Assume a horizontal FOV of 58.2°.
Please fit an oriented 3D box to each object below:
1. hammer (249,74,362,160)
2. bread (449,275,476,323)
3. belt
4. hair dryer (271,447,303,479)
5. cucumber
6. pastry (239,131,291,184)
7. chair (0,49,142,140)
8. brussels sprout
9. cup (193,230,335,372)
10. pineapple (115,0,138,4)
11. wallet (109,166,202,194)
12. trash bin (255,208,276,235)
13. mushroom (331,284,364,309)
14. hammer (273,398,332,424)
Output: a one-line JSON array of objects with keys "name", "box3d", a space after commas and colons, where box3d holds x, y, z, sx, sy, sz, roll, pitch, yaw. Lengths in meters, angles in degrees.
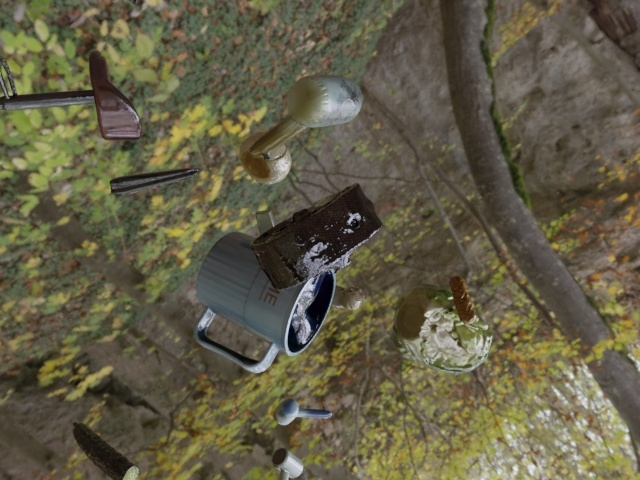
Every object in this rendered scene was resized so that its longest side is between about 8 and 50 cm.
[{"name": "hammer", "box3d": [-0.059, -0.267, 1.313, 0.305, 0.113, 0.202, -29, 174, 34]}, {"name": "bread", "box3d": [0.433, 0.181, 1.757, 0.052, 0.044, 0.157, -39, -127, 44]}, {"name": "belt", "box3d": [0.000, 0.000, 1.284, 0.289, 0.164, 0.184, -32, -170, -15]}, {"name": "hair dryer", "box3d": [-0.066, 0.454, 1.060, 0.037, 0.063, 0.124, -16, -136, 25]}, {"name": "cucumber", "box3d": [-0.601, 0.574, 1.563, 0.293, 0.068, 0.067, 19, -124, 35]}, {"name": "pastry", "box3d": [-0.158, -0.234, 1.638, 0.156, 0.156, 0.092, -23, -166, 48]}, {"name": "chair", "box3d": [-0.642, -0.331, 1.367, 0.400, 0.227, 0.226, -8, -173, -16]}, {"name": "brussels sprout", "box3d": [0.387, 0.302, 1.954, 0.276, 0.371, 0.315, -58, -143, -1]}, {"name": "cup", "box3d": [-0.164, 0.167, 1.603, 0.256, 0.311, 0.331, -5, 115, -65]}, {"name": "pineapple", "box3d": [-0.399, -0.430, 0.776, 0.271, 0.263, 0.262, -30, -172, -31]}, {"name": "wallet", "box3d": [-0.457, -0.173, 1.624, 0.245, 0.052, 0.168, -11, -172, -4]}, {"name": "trash bin", "box3d": [-0.190, -0.060, 2.034, 0.060, 0.092, 0.043, -10, -161, 9]}, {"name": "mushroom", "box3d": [0.075, 0.190, 1.906, 0.081, 0.092, 0.223, -49, -160, -16]}, {"name": "hammer", "box3d": [-0.055, 0.577, 1.924, 0.116, 0.193, 0.070, 121, -29, -52]}]
